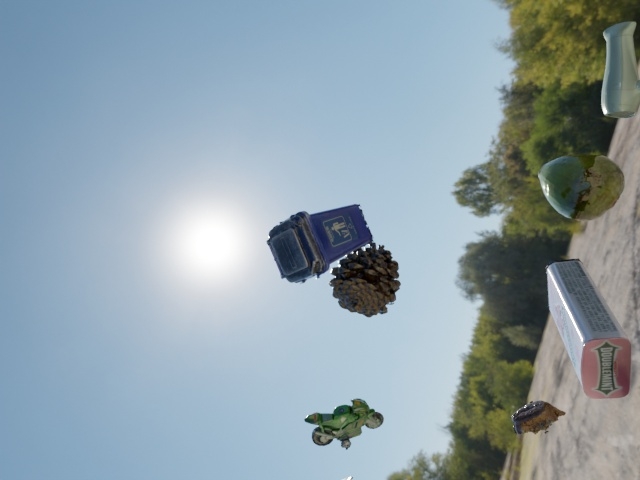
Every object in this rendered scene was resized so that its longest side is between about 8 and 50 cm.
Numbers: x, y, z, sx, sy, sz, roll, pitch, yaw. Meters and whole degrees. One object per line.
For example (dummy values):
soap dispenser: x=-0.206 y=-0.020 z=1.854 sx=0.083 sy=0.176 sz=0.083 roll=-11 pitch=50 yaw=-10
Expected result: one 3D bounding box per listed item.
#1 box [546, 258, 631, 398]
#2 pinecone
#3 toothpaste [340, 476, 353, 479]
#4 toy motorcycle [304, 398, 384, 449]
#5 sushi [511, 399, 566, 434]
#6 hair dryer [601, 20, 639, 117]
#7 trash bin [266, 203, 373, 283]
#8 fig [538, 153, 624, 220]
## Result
box: x=0.696 y=0.215 z=1.170 sx=0.370 sy=0.112 sz=0.191 roll=-66 pitch=-35 yaw=-61
pinecone: x=0.162 y=0.136 z=1.480 sx=0.257 sy=0.243 sz=0.244 roll=-31 pitch=-48 yaw=-34
toothpaste: x=-0.008 y=0.673 z=1.149 sx=0.216 sy=0.037 sz=0.062 roll=-37 pitch=-12 yaw=19
toy motorcycle: x=0.062 y=0.454 z=1.101 sx=0.074 sy=0.190 sz=0.106 roll=-105 pitch=-3 yaw=-67
sushi: x=0.477 y=0.393 z=0.966 sx=0.118 sy=0.060 sz=0.061 roll=-41 pitch=-3 yaw=42
hair dryer: x=0.722 y=-0.381 z=0.920 sx=0.075 sy=0.237 sz=0.207 roll=1 pitch=-90 yaw=-37
trash bin: x=0.000 y=0.000 z=1.124 sx=0.234 sy=0.184 sz=0.163 roll=-22 pitch=-91 yaw=-40
fig: x=0.796 y=-0.176 z=1.350 sx=0.207 sy=0.230 sz=0.207 roll=-44 pitch=-15 yaw=-15
